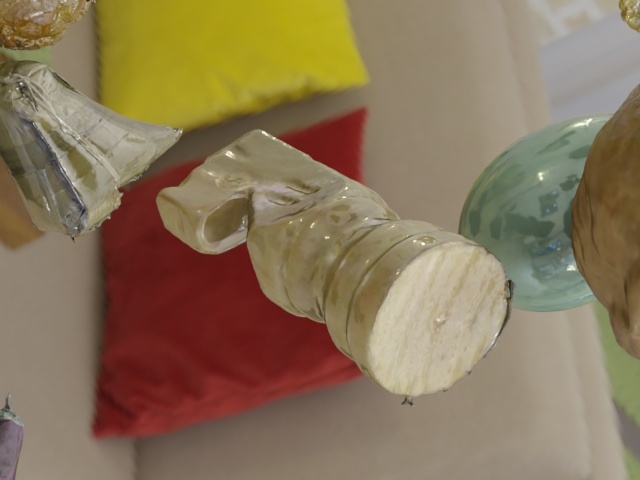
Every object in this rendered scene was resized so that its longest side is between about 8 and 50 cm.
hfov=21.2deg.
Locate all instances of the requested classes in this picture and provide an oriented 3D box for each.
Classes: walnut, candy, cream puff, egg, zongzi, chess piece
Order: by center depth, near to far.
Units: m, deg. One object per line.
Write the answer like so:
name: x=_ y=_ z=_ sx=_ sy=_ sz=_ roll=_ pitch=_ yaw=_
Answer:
chess piece: x=0.000 y=0.000 z=1.311 sx=0.301 sy=0.137 sz=0.137 roll=34 pitch=-5 yaw=44
walnut: x=0.366 y=-0.021 z=1.396 sx=0.344 sy=0.306 sz=0.306 roll=-40 pitch=110 yaw=-24
egg: x=0.237 y=-0.028 z=1.601 sx=0.168 sy=0.231 sz=0.168 roll=60 pitch=1 yaw=-2
candy: x=-0.325 y=0.221 z=1.714 sx=0.043 sy=0.045 sz=0.175 roll=34 pitch=39 yaw=-25
cream puff: x=-0.314 y=-0.260 z=1.775 sx=0.165 sy=0.115 sz=0.150 roll=-3 pitch=45 yaw=-24
zongzi: x=-0.246 y=-0.125 z=1.775 sx=0.197 sy=0.099 sz=0.194 roll=-42 pitch=122 yaw=-28

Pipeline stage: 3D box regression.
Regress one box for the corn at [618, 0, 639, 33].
corn: x=0.412 y=-0.310 z=1.931 sx=0.101 sy=0.101 sz=0.310 roll=62 pitch=30 yaw=-10
